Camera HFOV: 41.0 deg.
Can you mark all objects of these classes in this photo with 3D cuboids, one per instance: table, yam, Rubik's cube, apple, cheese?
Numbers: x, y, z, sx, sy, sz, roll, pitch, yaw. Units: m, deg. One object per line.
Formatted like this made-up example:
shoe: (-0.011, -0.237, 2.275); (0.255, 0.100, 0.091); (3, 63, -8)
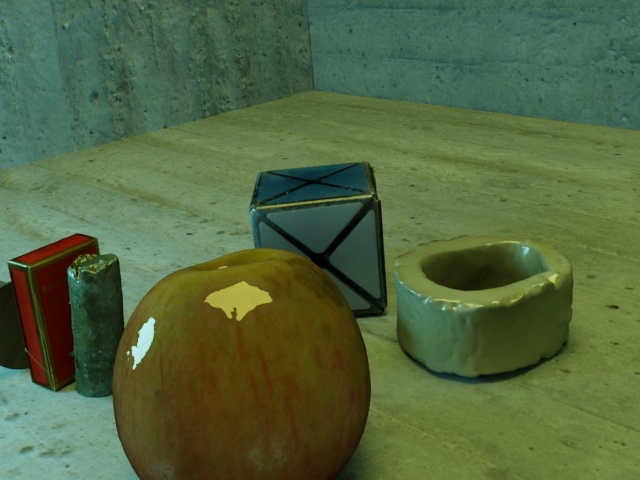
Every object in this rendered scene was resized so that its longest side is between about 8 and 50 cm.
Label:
table: (-0.616, 0.147, 1.651); (0.167, 0.167, 0.226); (-22, 17, -38)
yam: (-0.377, 0.142, 1.451); (0.093, 0.259, 0.093); (3, 26, -1)
Rubik's cube: (0.000, 0.000, 1.745); (0.260, 0.255, 0.259); (-5, 22, 4)
apple: (-0.106, 0.181, 1.180); (0.363, 0.364, 0.364); (-4, 21, 2)
cheese: (0.300, 0.108, 1.537); (0.332, 0.153, 0.292); (-14, 22, -19)

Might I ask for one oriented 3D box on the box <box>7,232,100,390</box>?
box: (-0.454, 0.125, 1.521); (0.074, 0.240, 0.153); (8, 24, 31)
